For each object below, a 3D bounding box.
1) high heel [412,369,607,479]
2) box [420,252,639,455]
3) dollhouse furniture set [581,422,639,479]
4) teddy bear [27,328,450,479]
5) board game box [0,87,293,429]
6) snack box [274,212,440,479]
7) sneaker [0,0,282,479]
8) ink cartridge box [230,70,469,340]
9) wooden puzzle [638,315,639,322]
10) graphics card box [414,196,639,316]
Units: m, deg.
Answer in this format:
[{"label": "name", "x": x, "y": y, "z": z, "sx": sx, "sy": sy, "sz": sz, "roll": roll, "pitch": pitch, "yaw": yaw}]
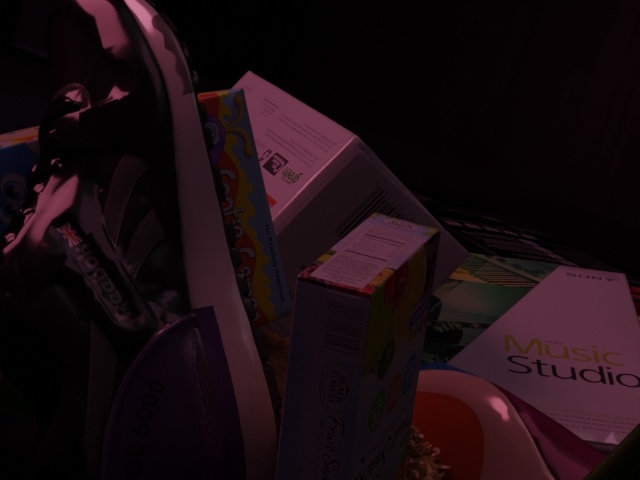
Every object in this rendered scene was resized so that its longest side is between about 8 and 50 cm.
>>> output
[{"label": "high heel", "x": 0.175, "y": 0.193, "z": 0.891, "sx": 0.181, "sy": 0.127, "sz": 0.377, "roll": 25, "pitch": 6, "yaw": -39}, {"label": "box", "x": 0.139, "y": 0.094, "z": 1.158, "sx": 0.232, "sy": 0.059, "sz": 0.322, "roll": 7, "pitch": 21, "yaw": 1}, {"label": "dollhouse furniture set", "x": 0.263, "y": 0.171, "z": 0.608, "sx": 0.301, "sy": 0.151, "sz": 0.197, "roll": 51, "pitch": 28, "yaw": 19}, {"label": "teddy bear", "x": -0.033, "y": 0.159, "z": 0.765, "sx": 0.245, "sy": 0.113, "sz": 0.338, "roll": 7, "pitch": 19, "yaw": -10}, {"label": "board game box", "x": -0.173, "y": 0.014, "z": 0.825, "sx": 0.275, "sy": 0.144, "sz": 0.142, "roll": -20, "pitch": 11, "yaw": -40}, {"label": "snack box", "x": 0.015, "y": 0.069, "z": 0.659, "sx": 0.037, "sy": 0.141, "sz": 0.100, "roll": 14, "pitch": 20, "yaw": 18}, {"label": "sneaker", "x": -0.112, "y": -0.003, "z": 0.693, "sx": 0.124, "sy": 0.107, "sz": 0.283, "roll": -8, "pitch": 63, "yaw": -22}, {"label": "ink cartridge box", "x": -0.071, "y": 0.026, "z": 1.153, "sx": 0.130, "sy": 0.272, "sz": 0.309, "roll": 45, "pitch": -1, "yaw": -22}, {"label": "wooden puzzle", "x": 0.190, "y": 0.116, "z": 1.381, "sx": 0.322, "sy": 0.081, "sz": 0.348, "roll": 19, "pitch": 15, "yaw": 20}, {"label": "graphics card box", "x": 0.233, "y": 0.043, "z": 1.765, "sx": 0.232, "sy": 0.094, "sz": 0.371, "roll": 10, "pitch": 13, "yaw": -30}]
